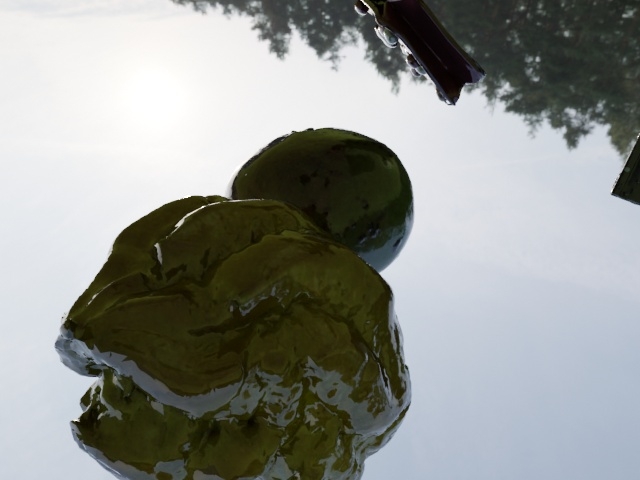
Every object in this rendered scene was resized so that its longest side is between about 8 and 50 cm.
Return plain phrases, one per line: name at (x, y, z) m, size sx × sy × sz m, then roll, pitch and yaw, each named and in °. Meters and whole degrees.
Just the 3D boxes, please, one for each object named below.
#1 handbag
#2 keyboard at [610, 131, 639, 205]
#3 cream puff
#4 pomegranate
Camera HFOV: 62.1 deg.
handbag at (0.144, -0.321, 0.839) m, size 0.074 × 0.203 × 0.216 m, roll -44°, pitch -147°, yaw 15°
keyboard at (0.618, -0.177, 0.978) m, size 0.072 × 0.231 × 0.023 m, roll 28°, pitch -153°, yaw 27°
cream puff at (-0.091, 0.129, 0.497) m, size 0.291 × 0.324 × 0.257 m, roll 33°, pitch -146°, yaw 26°
pomegranate at (0.018, -0.017, 0.800) m, size 0.291 × 0.323 × 0.291 m, roll -34°, pitch -173°, yaw 5°
